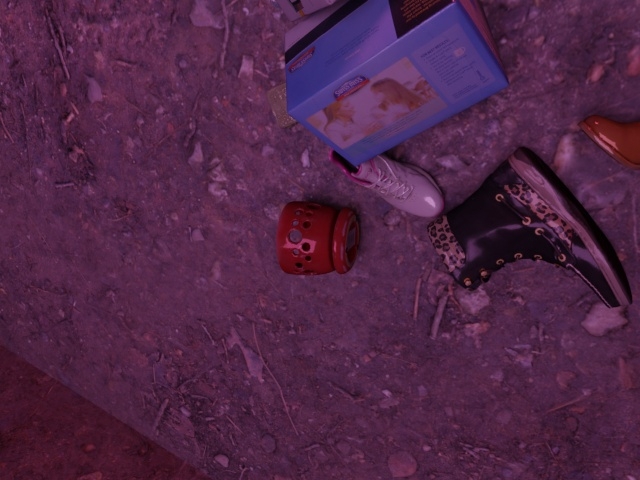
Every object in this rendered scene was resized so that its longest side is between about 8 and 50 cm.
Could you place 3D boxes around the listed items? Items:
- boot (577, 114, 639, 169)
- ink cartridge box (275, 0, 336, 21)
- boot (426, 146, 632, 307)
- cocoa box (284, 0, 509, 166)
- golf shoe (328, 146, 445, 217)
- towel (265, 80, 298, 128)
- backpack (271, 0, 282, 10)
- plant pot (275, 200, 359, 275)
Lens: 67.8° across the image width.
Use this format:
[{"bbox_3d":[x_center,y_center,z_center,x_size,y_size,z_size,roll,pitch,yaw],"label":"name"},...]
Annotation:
[{"bbox_3d":[0.635,-0.216,0.831,0.284,0.109,0.220,30,124,9],"label":"boot"},{"bbox_3d":[0.020,-0.503,0.828,0.201,0.278,0.117,-40,115,-1],"label":"ink cartridge box"},{"bbox_3d":[0.436,0.026,1.025,0.284,0.138,0.377,-39,88,33],"label":"boot"},{"bbox_3d":[0.130,-0.345,0.904,0.347,0.231,0.227,-24,55,32],"label":"cocoa box"},{"bbox_3d":[0.144,-0.141,1.098,0.306,0.140,0.115,35,122,7],"label":"golf shoe"},{"bbox_3d":[-0.062,-0.345,1.174,0.148,0.027,0.110,-17,105,32],"label":"towel"},{"bbox_3d":[-0.054,-0.583,1.008,0.152,0.115,0.181,20,119,17],"label":"backpack"},{"bbox_3d":[0.000,0.000,1.206,0.174,0.191,0.191,7,115,18],"label":"plant pot"}]
